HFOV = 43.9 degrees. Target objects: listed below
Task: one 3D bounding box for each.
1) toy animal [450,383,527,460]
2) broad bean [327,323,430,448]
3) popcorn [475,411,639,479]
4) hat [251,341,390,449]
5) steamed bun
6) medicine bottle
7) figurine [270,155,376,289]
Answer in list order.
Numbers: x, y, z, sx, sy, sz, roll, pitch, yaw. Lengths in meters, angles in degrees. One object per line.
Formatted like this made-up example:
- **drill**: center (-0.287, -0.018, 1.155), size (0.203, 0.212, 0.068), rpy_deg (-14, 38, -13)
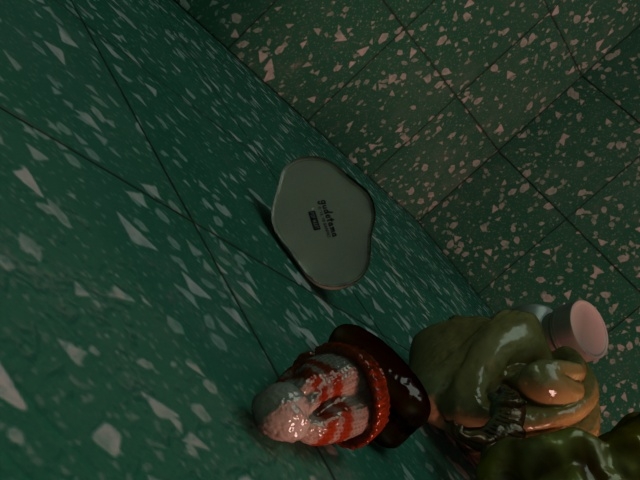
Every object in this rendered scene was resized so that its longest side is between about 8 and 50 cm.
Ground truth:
- **toy animal**: center (0.213, 0.275, 0.977), size (0.241, 0.099, 0.056), rpy_deg (-85, 179, -45)
- **broad bean**: center (0.062, 0.163, 0.933), size (0.114, 0.084, 0.165), rpy_deg (61, -5, -32)
- **popcorn**: center (0.350, 0.335, 0.857), size (0.334, 0.293, 0.292), rpy_deg (-3, 29, -32)
- **hat**: center (-0.010, 0.148, 0.726), size (0.112, 0.093, 0.162), rpy_deg (41, 25, 23)
- **steamed bun**: center (0.303, 0.240, 1.239), size (0.372, 0.230, 0.325), rpy_deg (39, 10, -31)
- **medicine bottle**: center (0.369, 0.200, 1.455), size (0.161, 0.296, 0.111), rpy_deg (40, 51, -16)
- **figurine**: center (0.000, 0.000, 1.301), size (0.141, 0.167, 0.250), rpy_deg (99, -12, -56)
